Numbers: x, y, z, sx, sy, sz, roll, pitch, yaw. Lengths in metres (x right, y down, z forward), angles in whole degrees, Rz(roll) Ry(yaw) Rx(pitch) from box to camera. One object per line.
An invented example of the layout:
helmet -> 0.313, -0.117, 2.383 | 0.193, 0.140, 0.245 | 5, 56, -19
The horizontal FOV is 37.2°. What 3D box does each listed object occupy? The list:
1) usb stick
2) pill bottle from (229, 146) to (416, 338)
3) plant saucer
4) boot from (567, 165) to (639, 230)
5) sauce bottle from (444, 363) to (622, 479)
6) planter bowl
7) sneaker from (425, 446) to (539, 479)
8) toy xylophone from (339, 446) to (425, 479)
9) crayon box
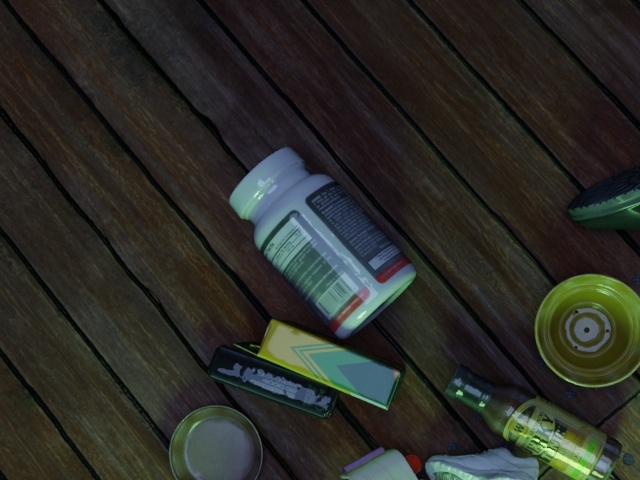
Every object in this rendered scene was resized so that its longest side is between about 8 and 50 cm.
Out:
usb stick -> -0.100, 0.292, 1.964 | 0.278, 0.045, 0.077 | 18, 81, 10
pill bottle -> 0.000, 0.000, 1.892 | 0.210, 0.210, 0.363 | -42, 81, 3
plant saucer -> -0.214, 0.441, 1.972 | 0.198, 0.036, 0.199 | -1, 85, 9
boot -> 0.718, 0.065, 1.807 | 0.367, 0.146, 0.445 | -19, 106, 47
sauce bottle -> 0.407, 0.355, 1.852 | 0.344, 0.111, 0.111 | 27, 89, 10
planter bowl -> 0.526, 0.175, 1.858 | 0.217, 0.090, 0.217 | -1, 84, 8
sneaker -> 0.323, 0.454, 1.873 | 0.232, 0.115, 0.090 | 5, 120, 29
toy xylophone -> 0.137, 0.558, 1.827 | 0.236, 0.081, 0.323 | -16, 67, -19
crayon box -> 0.005, 0.230, 1.874 | 0.318, 0.202, 0.081 | 21, 88, 9
